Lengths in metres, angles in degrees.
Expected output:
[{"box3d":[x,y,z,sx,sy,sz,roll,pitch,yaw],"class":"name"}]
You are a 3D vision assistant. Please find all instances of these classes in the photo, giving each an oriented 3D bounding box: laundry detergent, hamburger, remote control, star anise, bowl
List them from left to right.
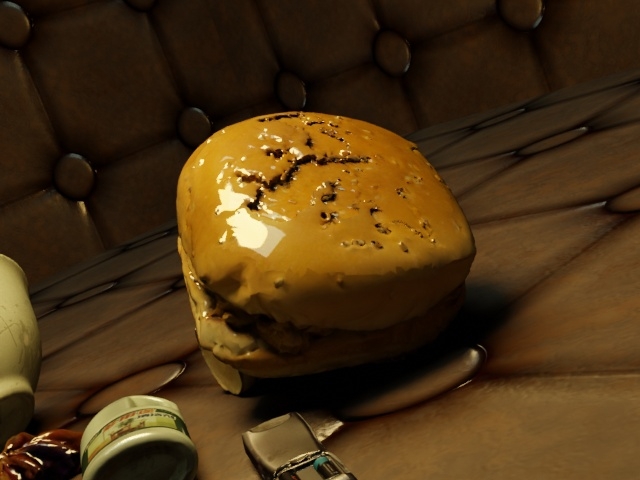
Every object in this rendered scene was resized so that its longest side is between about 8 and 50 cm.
[{"box3d":[-0.426,0.180,1.205,0.313,0.146,0.313,-42,-25,-24],"class":"bowl"},{"box3d":[-0.300,0.230,1.003,0.167,0.057,0.168,-20,8,3],"class":"star anise"},{"box3d":[-0.170,0.184,0.937,0.099,0.070,0.225,-31,9,-9],"class":"laundry detergent"},{"box3d":[-0.020,0.171,0.791,0.059,0.028,0.212,-24,9,-12],"class":"remote control"},{"box3d":[0.002,-0.004,1.042,0.284,0.174,0.305,-6,41,-17],"class":"hamburger"}]

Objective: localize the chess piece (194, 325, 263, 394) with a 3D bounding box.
[{"box3d":[-0.029,0.085,1.125,0.200,0.090,0.090,-26,10,-27],"class":"chess piece"}]
